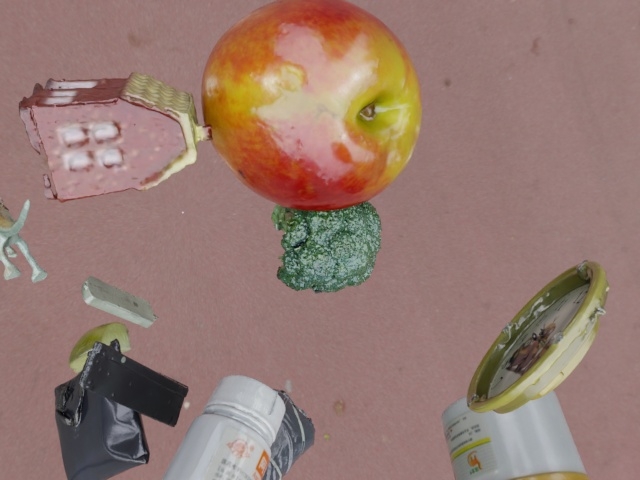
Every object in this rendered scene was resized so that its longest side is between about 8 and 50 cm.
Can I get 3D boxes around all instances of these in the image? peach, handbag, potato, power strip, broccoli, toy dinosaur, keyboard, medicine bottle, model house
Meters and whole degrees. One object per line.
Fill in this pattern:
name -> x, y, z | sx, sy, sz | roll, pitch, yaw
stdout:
peach -> -0.026, -0.232, 1.022 | 0.388, 0.388, 0.388 | -1, 93, -13
handbag -> -0.389, 0.311, 1.018 | 0.089, 0.254, 0.211 | 3, 60, -48
potato -> -0.521, 0.231, 1.313 | 0.149, 0.120, 0.081 | -24, 70, 6
power strip -> -0.497, 0.158, 1.465 | 0.029, 0.080, 0.227 | -43, 133, 14
broccoli -> 0.000, 0.000, 1.265 | 0.270, 0.270, 0.270 | -27, 133, -32
toy dinosaur -> -0.658, -0.006, 1.225 | 0.092, 0.393, 0.205 | -30, 90, -31
keyboard -> -0.290, 0.231, 0.926 | 0.023, 0.231, 0.072 | 0, 60, 27
medicine bottle -> -0.156, 0.345, 0.911 | 0.144, 0.144, 0.252 | 33, 46, -13
model house -> -0.295, -0.170, 0.914 | 0.254, 0.196, 0.160 | -5, 115, -7
medicine bottle -> 0.367, 0.422, 1.115 | 0.238, 0.238, 0.232 | 1, 51, -13

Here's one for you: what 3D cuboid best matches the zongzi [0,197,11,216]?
zongzi -> -0.831, -0.001, 1.397 | 0.187, 0.184, 0.084 | -21, 136, 24

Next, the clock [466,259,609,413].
clock -> 0.269, 0.127, 0.709 | 0.057, 0.237, 0.237 | 39, 83, 7

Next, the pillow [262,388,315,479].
pillow -> -0.139, 0.438, 1.139 | 0.161, 0.092, 0.335 | 40, 48, 6
